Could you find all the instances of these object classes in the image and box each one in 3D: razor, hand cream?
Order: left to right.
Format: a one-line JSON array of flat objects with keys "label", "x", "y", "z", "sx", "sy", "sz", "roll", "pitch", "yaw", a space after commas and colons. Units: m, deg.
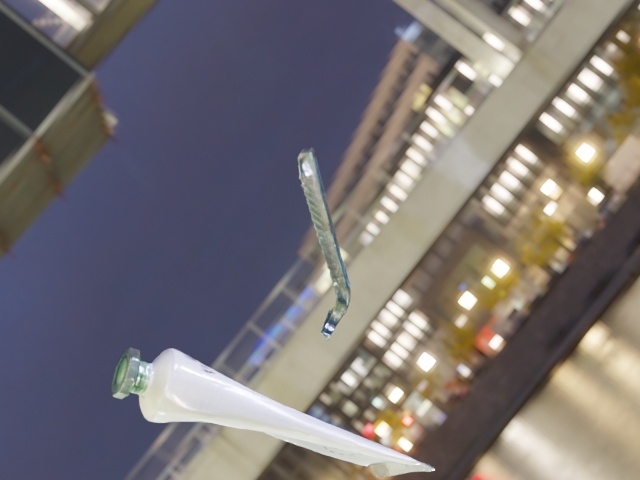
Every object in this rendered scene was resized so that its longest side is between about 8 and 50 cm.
[{"label": "hand cream", "x": -0.052, "y": 0.188, "z": 1.659, "sx": 0.121, "sy": 0.336, "sz": 0.076, "roll": -16, "pitch": 55, "yaw": 66}, {"label": "razor", "x": 0.006, "y": -0.001, "z": 1.602, "sx": 0.066, "sy": 0.033, "sz": 0.190, "roll": -65, "pitch": -33, "yaw": -70}]
